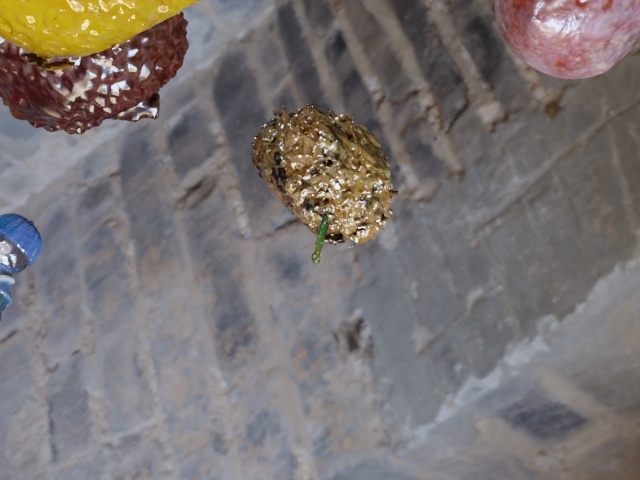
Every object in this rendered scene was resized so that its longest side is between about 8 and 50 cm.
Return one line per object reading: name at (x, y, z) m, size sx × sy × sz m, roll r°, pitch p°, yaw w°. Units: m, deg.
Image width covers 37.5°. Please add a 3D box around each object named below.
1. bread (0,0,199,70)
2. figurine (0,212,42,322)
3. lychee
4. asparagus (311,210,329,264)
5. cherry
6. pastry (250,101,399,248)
bread at (-0.169, -0.308, 0.610) m, size 0.215 × 0.398 × 0.398 m, roll 51°, pitch 17°, yaw -44°
figurine at (-0.353, 0.032, 1.048) m, size 0.077 × 0.079 × 0.136 m, roll 102°, pitch -16°, yaw -62°
lychee at (-0.347, -0.303, 1.360) m, size 0.330 × 0.306 × 0.306 m, roll 55°, pitch 18°, yaw -15°
asparagus at (0.000, 0.000, 1.182) m, size 0.013 × 0.016 × 0.166 m, roll 48°, pitch -19°, yaw 14°
cherry at (0.283, -0.273, 1.044) m, size 0.175 × 0.192 × 0.249 m, roll 47°, pitch 44°, yaw 5°
pastry at (0.014, -0.119, 1.511) m, size 0.275 × 0.193 × 0.275 m, roll 49°, pitch -6°, yaw 7°
